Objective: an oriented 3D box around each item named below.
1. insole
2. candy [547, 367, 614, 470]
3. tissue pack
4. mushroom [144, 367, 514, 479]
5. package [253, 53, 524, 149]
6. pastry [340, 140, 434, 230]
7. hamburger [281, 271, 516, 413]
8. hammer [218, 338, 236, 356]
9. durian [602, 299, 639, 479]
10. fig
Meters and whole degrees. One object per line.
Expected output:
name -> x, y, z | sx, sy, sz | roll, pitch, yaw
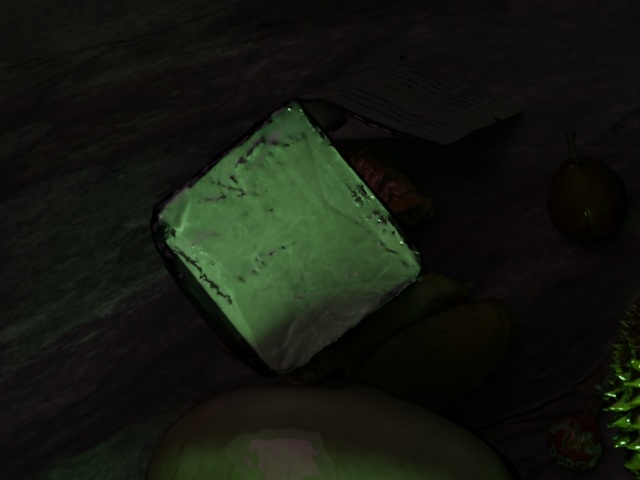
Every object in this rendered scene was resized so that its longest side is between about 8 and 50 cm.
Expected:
insole -> 0.162, 0.229, 1.705 | 0.053, 0.002, 0.153 | -42, 48, -2
candy -> 0.282, 0.148, 1.673 | 0.055, 0.049, 0.185 | 29, 67, 10
tissue pack -> -0.037, 0.013, 1.644 | 0.198, 0.370, 0.210 | -42, 90, -3
mushroom -> 0.018, 0.238, 1.546 | 0.362, 0.362, 0.295 | -3, 52, 29
package -> 0.076, -0.155, 1.909 | 0.250, 0.062, 0.204 | 10, 25, 31
pastry -> 0.000, 0.000, 1.890 | 0.250, 0.102, 0.154 | -44, 59, -7
hamburger -> 0.079, 0.131, 1.736 | 0.262, 0.131, 0.124 | -38, 72, 0
hammer -> -0.098, 0.093, 1.927 | 0.043, 0.043, 0.083 | -16, 53, 21
durian -> 0.360, 0.160, 1.469 | 0.224, 0.291, 0.291 | -43, 48, -7
fig -> 0.272, -0.058, 1.758 | 0.088, 0.125, 0.089 | -15, 48, 18
